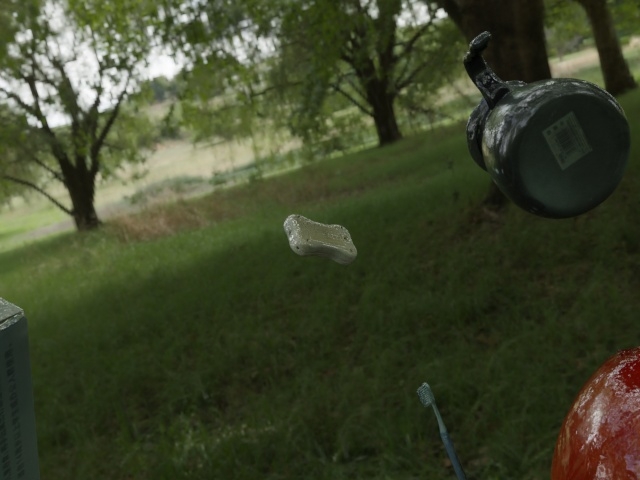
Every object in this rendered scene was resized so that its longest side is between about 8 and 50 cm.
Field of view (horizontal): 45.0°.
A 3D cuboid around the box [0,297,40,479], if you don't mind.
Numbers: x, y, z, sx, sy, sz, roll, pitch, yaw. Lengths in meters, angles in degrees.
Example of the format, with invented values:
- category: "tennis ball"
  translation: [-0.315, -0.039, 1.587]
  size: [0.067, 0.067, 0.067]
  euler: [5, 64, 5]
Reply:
- category: "box"
  translation: [-0.274, 0.144, 0.553]
  size: [0.135, 0.269, 0.079]
  euler: [24, 36, 20]

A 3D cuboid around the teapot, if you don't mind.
- category: "teapot"
  translation: [0.331, -0.189, 1.317]
  size: [0.305, 0.223, 0.285]
  euler: [24, 11, -14]

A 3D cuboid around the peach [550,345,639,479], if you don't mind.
- category: "peach"
  translation: [0.496, 0.337, 1.109]
  size: [0.370, 0.370, 0.370]
  euler: [-15, 8, 2]

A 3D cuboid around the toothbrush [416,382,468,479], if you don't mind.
- category: "toothbrush"
  translation: [0.190, 0.306, 1.163]
  size: [0.019, 0.219, 0.016]
  euler: [-33, 21, -25]

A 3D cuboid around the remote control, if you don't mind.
- category: "remote control"
  translation: [0.000, 0.000, 1.190]
  size: [0.122, 0.074, 0.032]
  euler: [15, -50, -36]
